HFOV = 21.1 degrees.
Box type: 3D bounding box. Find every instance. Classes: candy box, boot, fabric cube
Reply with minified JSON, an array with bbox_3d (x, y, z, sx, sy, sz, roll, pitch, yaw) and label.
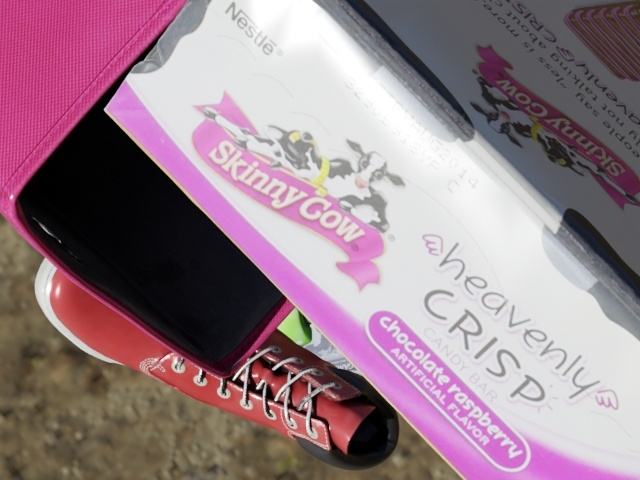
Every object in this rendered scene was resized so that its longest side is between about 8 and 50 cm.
[{"bbox_3d":[0.072,-0.036,0.472,0.071,0.159,0.233,-47,-6,35],"label":"candy box"},{"bbox_3d":[-0.060,0.076,1.135,0.176,0.244,0.088,24,85,53],"label":"boot"},{"bbox_3d":[-0.094,-0.131,0.873,0.258,0.254,0.259,40,86,28],"label":"fabric cube"}]

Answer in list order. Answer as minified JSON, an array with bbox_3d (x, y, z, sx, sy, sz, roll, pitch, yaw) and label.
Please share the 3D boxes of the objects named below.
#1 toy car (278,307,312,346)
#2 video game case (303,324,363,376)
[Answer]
[{"bbox_3d":[-0.038,-0.019,1.472,0.239,0.225,0.053,-3,-4,31],"label":"toy car"},{"bbox_3d":[0.000,0.000,1.592,0.196,0.026,0.274,-14,71,21],"label":"video game case"}]
